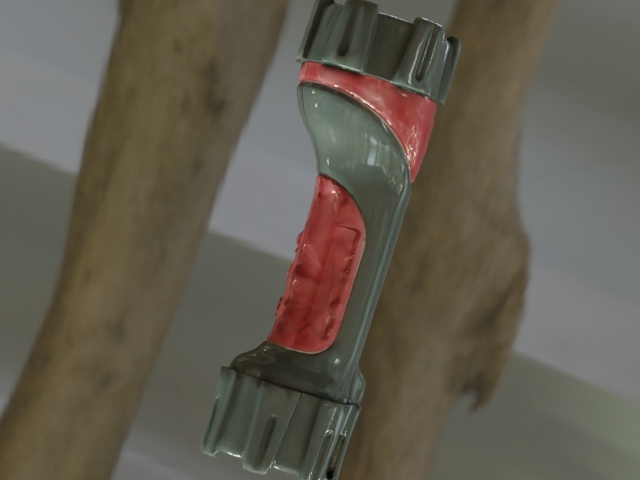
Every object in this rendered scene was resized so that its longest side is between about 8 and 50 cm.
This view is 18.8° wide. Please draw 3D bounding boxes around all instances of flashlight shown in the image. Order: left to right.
[{"bbox_3d":[0.000,0.000,1.239,0.103,0.304,0.103,18,178,22],"label":"flashlight"}]
